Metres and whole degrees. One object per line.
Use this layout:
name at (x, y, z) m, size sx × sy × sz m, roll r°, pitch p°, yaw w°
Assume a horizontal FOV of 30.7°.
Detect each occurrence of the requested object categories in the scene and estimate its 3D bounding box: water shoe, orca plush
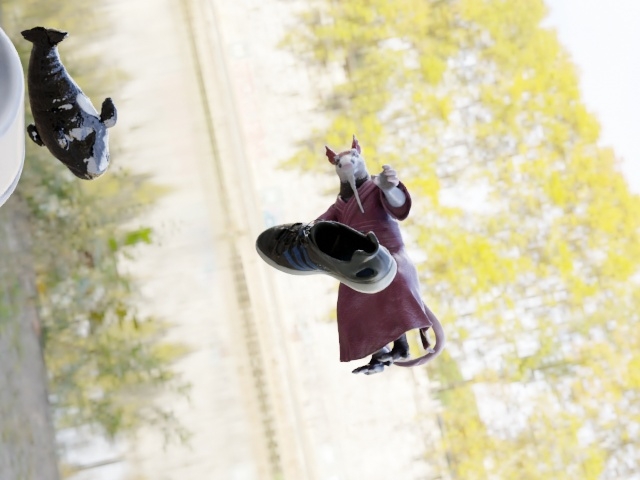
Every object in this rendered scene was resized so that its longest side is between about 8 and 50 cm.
water shoe at (0.000, 0.000, 1.387) m, size 0.073 × 0.203 × 0.080 m, roll -55°, pitch 140°, yaw -27°
orca plush at (-0.406, -0.203, 1.897) m, size 0.102 × 0.151 × 0.287 m, roll -104°, pitch -165°, yaw -52°

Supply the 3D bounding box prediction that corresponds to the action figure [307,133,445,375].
action figure at (0.095, 0.011, 1.812) m, size 0.276 × 0.248 × 0.370 m, roll 6°, pitch 70°, yaw -51°

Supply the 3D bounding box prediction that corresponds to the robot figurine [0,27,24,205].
robot figurine at (-0.426, -0.131, 1.274) m, size 0.353 × 0.200 × 0.300 m, roll 123°, pitch -38°, yaw -66°
